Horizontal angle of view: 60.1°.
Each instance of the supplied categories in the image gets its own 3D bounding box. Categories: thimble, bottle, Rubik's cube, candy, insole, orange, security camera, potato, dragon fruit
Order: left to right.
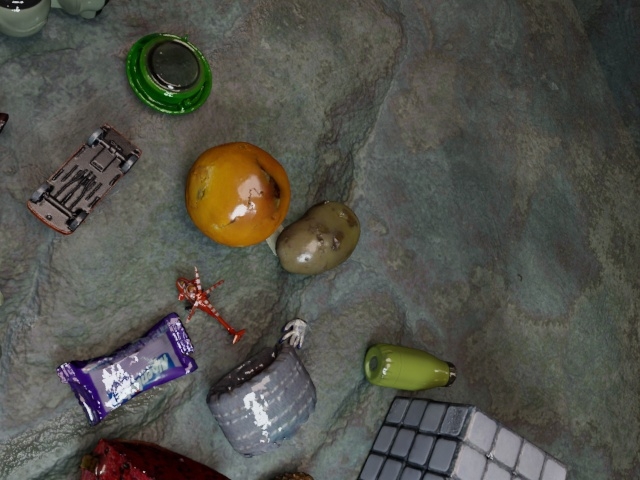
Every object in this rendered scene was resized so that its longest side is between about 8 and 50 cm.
[{"bbox_3d":[-0.611,-0.548,1.183,0.277,0.191,0.197,-44,102,-27],"label":"security camera"},{"bbox_3d":[-0.362,0.552,1.057,0.302,0.240,0.330,25,60,-1],"label":"dragon fruit"},{"bbox_3d":[-0.403,0.272,1.189,0.275,0.070,0.145,-25,98,-33],"label":"candy"},{"bbox_3d":[-0.191,-0.108,1.283,0.245,0.246,0.247,6,77,-26],"label":"orange"},{"bbox_3d":[-0.126,0.357,1.247,0.172,0.205,0.236,62,36,-9],"label":"thimble"},{"bbox_3d":[-0.131,-0.037,1.427,0.063,0.010,0.192,-32,95,-29],"label":"insole"},{"bbox_3d":[0.000,0.000,1.405,0.262,0.165,0.165,-41,99,-39],"label":"potato"},{"bbox_3d":[0.250,0.346,1.488,0.260,0.112,0.112,14,73,-25],"label":"bottle"},{"bbox_3d":[0.323,0.612,1.344,0.344,0.337,0.344,35,66,-16],"label":"Rubik's cube"}]

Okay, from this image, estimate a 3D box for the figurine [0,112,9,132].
[{"bbox_3d":[-0.793,-0.276,1.021,0.364,0.206,0.218,25,83,-23],"label":"figurine"}]

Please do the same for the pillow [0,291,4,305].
[{"bbox_3d":[-0.763,0.064,0.971,0.280,0.076,0.275,-35,107,-35],"label":"pillow"}]

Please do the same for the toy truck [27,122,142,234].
[{"bbox_3d":[-0.506,-0.125,1.192,0.107,0.114,0.253,41,63,-16],"label":"toy truck"}]

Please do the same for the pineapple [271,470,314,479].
[{"bbox_3d":[-0.107,0.589,1.261,0.197,0.108,0.108,-1,80,-21],"label":"pineapple"}]

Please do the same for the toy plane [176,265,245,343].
[{"bbox_3d":[-0.255,0.152,1.291,0.194,0.077,0.126,29,71,-28],"label":"toy plane"}]

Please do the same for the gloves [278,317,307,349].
[{"bbox_3d":[-0.069,0.235,1.395,0.064,0.026,0.086,24,74,-20],"label":"gloves"}]

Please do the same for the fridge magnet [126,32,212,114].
[{"bbox_3d":[-0.362,-0.406,1.338,0.207,0.088,0.208,6,77,-26],"label":"fridge magnet"}]
